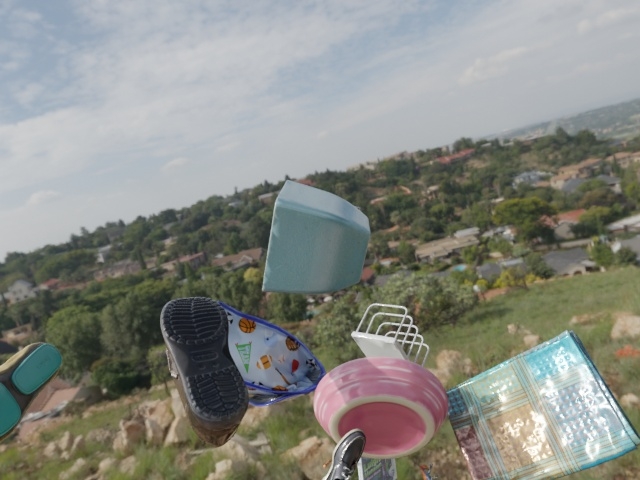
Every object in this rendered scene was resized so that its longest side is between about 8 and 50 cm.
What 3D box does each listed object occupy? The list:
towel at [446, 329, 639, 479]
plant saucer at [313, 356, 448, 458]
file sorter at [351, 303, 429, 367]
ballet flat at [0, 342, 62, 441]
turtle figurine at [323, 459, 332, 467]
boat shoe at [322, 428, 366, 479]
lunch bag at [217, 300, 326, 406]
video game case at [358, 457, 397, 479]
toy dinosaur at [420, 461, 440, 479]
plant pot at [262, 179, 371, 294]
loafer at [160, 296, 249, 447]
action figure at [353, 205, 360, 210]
[{"bbox_3d":[0.480,0.406,1.066,0.370,0.272,0.040,-35,-44,22],"label":"towel"},{"bbox_3d":[0.146,0.425,1.124,0.331,0.332,0.084,-13,32,12],"label":"plant saucer"},{"bbox_3d":[0.289,0.400,1.828,0.192,0.278,0.173,0,46,39],"label":"file sorter"},{"bbox_3d":[-0.423,0.211,0.603,0.073,0.080,0.232,-28,9,2],"label":"ballet flat"},{"bbox_3d":[0.044,0.873,1.489,0.087,0.217,0.269,-43,4,23],"label":"turtle figurine"},{"bbox_3d":[0.057,0.539,1.065,0.075,0.206,0.065,26,2,-27],"label":"boat shoe"},{"bbox_3d":[-0.204,0.377,1.423,0.385,0.239,0.328,23,-22,-13],"label":"lunch bag"},{"bbox_3d":[0.190,0.744,1.540,0.022,0.174,0.190,-9,-3,42],"label":"video game case"},{"bbox_3d":[0.292,0.645,1.239,0.090,0.082,0.047,-51,5,-19],"label":"toy dinosaur"},{"bbox_3d":[0.000,0.000,1.244,0.251,0.247,0.248,10,20,-1],"label":"plant pot"},{"bbox_3d":[-0.241,0.244,0.897,0.133,0.130,0.366,1,29,-23],"label":"loafer"},{"bbox_3d":[0.074,-0.027,1.505,0.099,0.186,0.285,13,6,-31],"label":"action figure"}]
